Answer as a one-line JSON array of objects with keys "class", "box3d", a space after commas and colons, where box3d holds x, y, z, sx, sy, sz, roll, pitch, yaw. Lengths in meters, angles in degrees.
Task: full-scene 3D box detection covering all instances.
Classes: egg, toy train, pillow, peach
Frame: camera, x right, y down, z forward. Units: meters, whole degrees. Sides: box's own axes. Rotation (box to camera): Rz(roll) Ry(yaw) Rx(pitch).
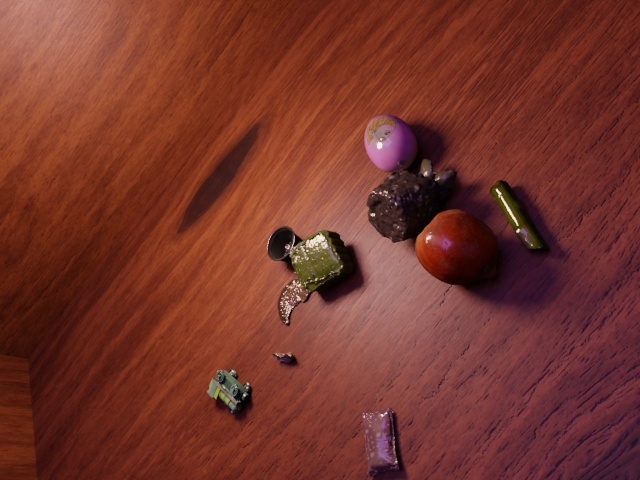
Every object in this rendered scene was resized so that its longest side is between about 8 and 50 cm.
[{"class": "egg", "box3d": [0.266, -0.379, 1.667, 0.196, 0.196, 0.271, -45, 36, 11]}, {"class": "toy train", "box3d": [-0.366, 0.609, 1.736, 0.200, 0.083, 0.132, 25, 95, 43]}, {"class": "pillow", "box3d": [0.179, 0.615, 1.314, 0.118, 0.043, 0.185, -26, 53, 29]}, {"class": "peach", "box3d": [0.425, 0.036, 1.311, 0.232, 0.232, 0.256, -45, 80, 12]}]

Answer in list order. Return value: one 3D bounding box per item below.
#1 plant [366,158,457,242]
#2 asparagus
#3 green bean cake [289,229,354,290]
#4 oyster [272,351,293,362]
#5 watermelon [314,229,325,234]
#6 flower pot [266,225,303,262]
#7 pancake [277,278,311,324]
[{"class": "plant", "box3d": [0.329, -0.147, 1.492, 0.312, 0.213, 0.215, -32, 40, -28]}, {"class": "asparagus", "box3d": [0.607, -0.071, 1.321, 0.067, 0.060, 0.277, -18, 55, 8]}, {"class": "green bean cake", "box3d": [0.001, 0.079, 1.658, 0.214, 0.113, 0.200, -36, 69, 24]}, {"class": "oyster", "box3d": [-0.142, 0.437, 1.651, 0.083, 0.080, 0.038, 23, 56, 11]}, {"class": "watermelon", "box3d": [0.000, 0.000, 1.766, 0.105, 0.062, 0.105, -22, 50, 29]}, {"class": "flower pot", "box3d": [-0.139, 0.028, 1.834, 0.157, 0.107, 0.157, -16, 62, 32]}, {"class": "pancake", "box3d": [-0.102, 0.242, 1.752, 0.190, 0.020, 0.184, -25, 54, 28]}]
